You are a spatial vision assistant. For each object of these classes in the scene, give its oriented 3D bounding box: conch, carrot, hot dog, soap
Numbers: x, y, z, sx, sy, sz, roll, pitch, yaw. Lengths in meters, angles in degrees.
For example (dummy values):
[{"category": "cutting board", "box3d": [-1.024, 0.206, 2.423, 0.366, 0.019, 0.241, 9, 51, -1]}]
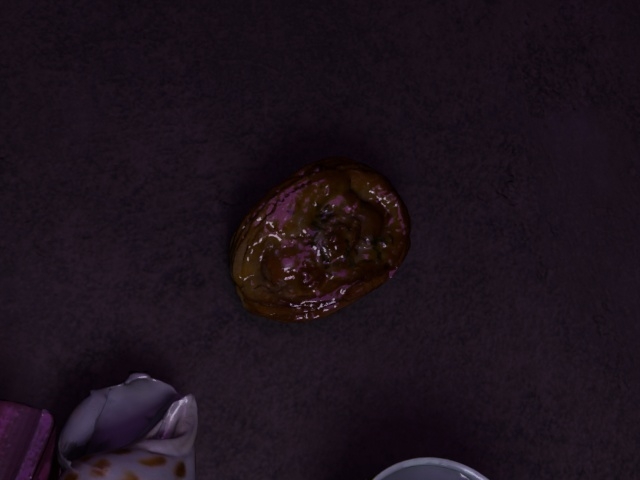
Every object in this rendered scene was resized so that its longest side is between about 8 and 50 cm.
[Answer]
[{"category": "conch", "box3d": [-0.250, 0.303, 1.761, 0.182, 0.149, 0.275, 26, 48, 28]}, {"category": "carrot", "box3d": [-0.325, 0.318, 1.800, 0.032, 0.032, 0.093, 0, 73, -17]}, {"category": "hot dog", "box3d": [0.000, 0.000, 1.982, 0.272, 0.122, 0.196, -30, 87, -27]}, {"category": "soap", "box3d": [-0.418, 0.348, 1.656, 0.127, 0.220, 0.325, 23, 63, -2]}]

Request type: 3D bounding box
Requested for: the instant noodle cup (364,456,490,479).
[{"category": "instant noodle cup", "box3d": [0.111, 0.409, 1.774, 0.311, 0.221, 0.311, 8, 60, -15]}]
